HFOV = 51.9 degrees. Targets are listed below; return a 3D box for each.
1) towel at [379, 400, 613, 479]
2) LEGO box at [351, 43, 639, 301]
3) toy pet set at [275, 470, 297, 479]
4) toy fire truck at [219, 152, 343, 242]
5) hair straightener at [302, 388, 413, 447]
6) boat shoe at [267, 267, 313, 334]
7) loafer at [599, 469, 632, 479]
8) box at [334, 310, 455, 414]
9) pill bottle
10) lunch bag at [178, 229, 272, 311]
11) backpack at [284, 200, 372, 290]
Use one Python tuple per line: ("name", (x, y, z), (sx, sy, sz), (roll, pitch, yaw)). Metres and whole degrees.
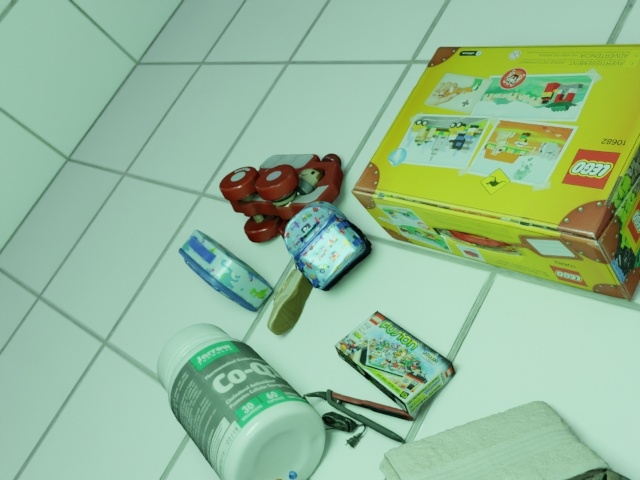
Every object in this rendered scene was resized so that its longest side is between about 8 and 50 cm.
("towel", (0.232, 0.318, 0.926), (0.282, 0.049, 0.187), (-19, 18, -4))
("LEGO box", (0.361, -0.150, 1.189), (0.500, 0.193, 0.372), (17, 71, 46))
("toy pet set", (-0.063, 0.476, 1.109), (0.114, 0.122, 0.065), (-35, 1, 21))
("toy fire truck", (-0.075, -0.133, 1.591), (0.302, 0.169, 0.254), (3, 43, 41))
("hair straightener", (0.053, 0.324, 1.187), (0.230, 0.047, 0.089), (9, 65, 38))
("boat shoe", (-0.071, 0.131, 1.442), (0.059, 0.063, 0.170), (3, 52, 45))
("loafer", (0.316, 0.408, 0.840), (0.084, 0.096, 0.267), (40, 94, 5))
("box", (0.130, 0.215, 1.193), (0.114, 0.036, 0.207), (-37, 38, -18))
("pill bottle", (-0.168, 0.314, 1.267), (0.204, 0.204, 0.361), (-52, 42, -6))
("lunch bag", (-0.227, 0.068, 1.532), (0.090, 0.176, 0.219), (-52, 42, -5))
("backpack", (0.000, 0.000, 1.390), (0.158, 0.117, 0.173), (-41, 77, 7))
